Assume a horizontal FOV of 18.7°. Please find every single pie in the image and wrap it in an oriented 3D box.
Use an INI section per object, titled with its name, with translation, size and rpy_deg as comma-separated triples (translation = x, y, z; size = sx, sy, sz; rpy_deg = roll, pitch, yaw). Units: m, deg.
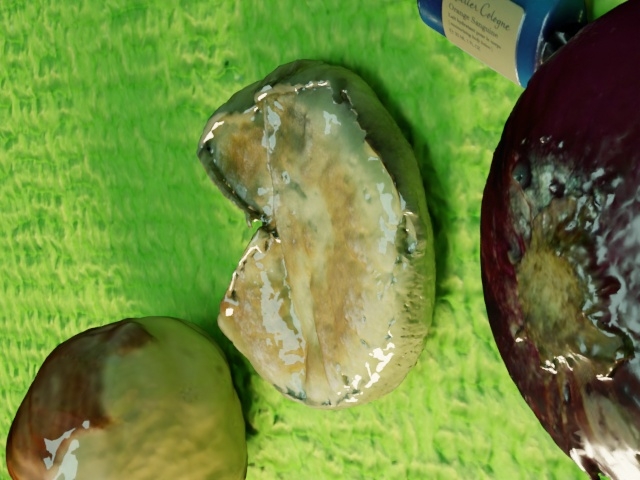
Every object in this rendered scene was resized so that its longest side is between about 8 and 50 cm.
[pie]
translation = 0.000, 0.000, 1.736
size = 0.337, 0.075, 0.337
rpy_deg = 21, 118, 46

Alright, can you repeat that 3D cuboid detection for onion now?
[onion]
translation = 0.262, -0.006, 1.162
size = 0.260, 0.282, 0.336
rpy_deg = -64, 37, 43

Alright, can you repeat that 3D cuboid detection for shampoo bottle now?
[shampoo bottle]
translation = 0.144, -0.167, 1.463
size = 0.183, 0.050, 0.087
rpy_deg = 39, 130, 43

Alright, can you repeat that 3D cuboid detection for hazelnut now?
[hazelnut]
translation = -0.194, 0.210, 1.967
size = 0.261, 0.241, 0.261
rpy_deg = 4, 112, 10
